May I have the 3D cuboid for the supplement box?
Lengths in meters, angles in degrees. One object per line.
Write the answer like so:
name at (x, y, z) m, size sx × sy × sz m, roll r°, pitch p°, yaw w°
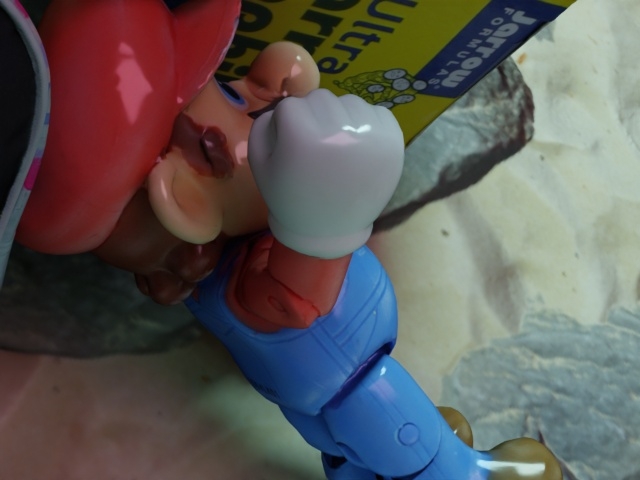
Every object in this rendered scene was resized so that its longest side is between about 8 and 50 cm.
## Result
supplement box at (-0.015, -0.251, 0.740) m, size 0.195 × 0.194 × 0.356 m, roll 7°, pitch 60°, yaw -30°

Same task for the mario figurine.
mario figurine at (0.000, 0.000, 0.576) m, size 0.320 × 0.198 × 0.170 m, roll 52°, pitch 38°, yaw -21°

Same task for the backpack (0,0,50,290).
backpack at (-0.217, -0.041, 0.446) m, size 0.225 × 0.253 × 0.191 m, roll 9°, pitch 39°, yaw -28°
